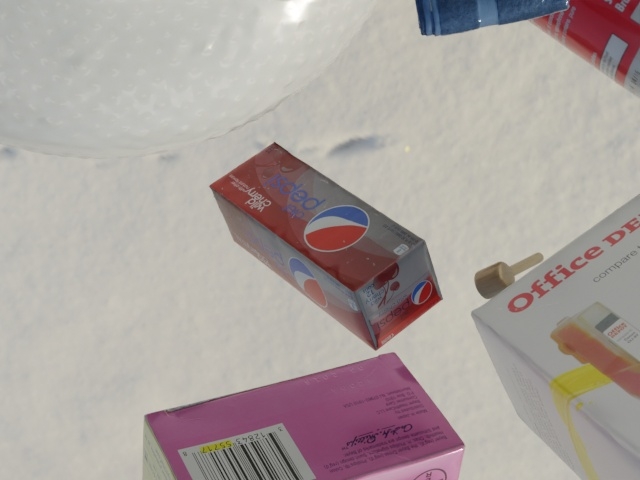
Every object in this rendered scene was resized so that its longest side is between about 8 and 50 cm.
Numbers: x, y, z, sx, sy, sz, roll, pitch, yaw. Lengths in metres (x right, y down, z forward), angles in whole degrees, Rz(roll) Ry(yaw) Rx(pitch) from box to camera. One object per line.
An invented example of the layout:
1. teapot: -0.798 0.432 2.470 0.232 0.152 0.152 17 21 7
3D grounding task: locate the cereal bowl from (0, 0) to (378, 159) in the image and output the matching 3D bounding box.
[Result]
1. cereal bowl: -0.105 -0.200 0.586 0.339 0.339 0.141 29 -178 -14

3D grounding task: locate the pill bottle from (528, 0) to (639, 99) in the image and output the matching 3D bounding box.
1. pill bottle: 0.307 -0.356 1.459 0.408 0.229 0.229 39 146 16

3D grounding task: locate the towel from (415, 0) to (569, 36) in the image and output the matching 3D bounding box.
1. towel: 0.130 -0.198 0.955 0.120 0.067 0.029 -11 -176 0

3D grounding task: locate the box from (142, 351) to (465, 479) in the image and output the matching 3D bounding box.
1. box: -0.022 0.235 0.976 0.214 0.117 0.243 -11 130 -24

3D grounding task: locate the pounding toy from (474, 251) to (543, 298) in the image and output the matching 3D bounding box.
1. pounding toy: 0.268 0.076 1.347 0.206 0.181 0.094 33 139 -29

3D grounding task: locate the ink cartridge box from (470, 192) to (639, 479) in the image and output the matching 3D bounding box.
1. ink cartridge box: 0.351 0.121 1.070 0.160 0.279 0.385 61 170 -33

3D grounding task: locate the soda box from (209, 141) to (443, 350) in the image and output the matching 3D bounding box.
1. soda box: 0.000 0.000 1.239 0.263 0.092 0.083 36 155 46
